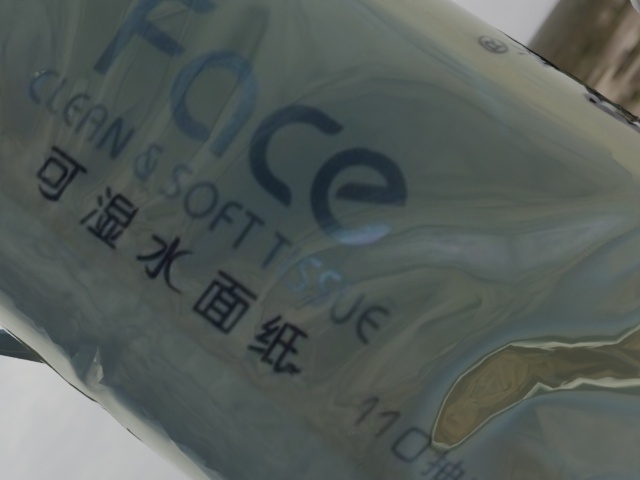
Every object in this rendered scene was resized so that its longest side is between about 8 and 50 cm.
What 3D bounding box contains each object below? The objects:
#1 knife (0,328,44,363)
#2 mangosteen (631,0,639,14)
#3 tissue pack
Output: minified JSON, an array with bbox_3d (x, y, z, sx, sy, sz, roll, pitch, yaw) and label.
[{"bbox_3d":[-0.100,0.099,1.293,0.080,0.331,0.044,-38,42,53],"label":"knife"},{"bbox_3d":[0.298,-0.270,1.432,0.184,0.172,0.172,-61,-6,31],"label":"mangosteen"},{"bbox_3d":[0.000,0.000,0.738,0.205,0.405,0.332,-56,-20,1],"label":"tissue pack"}]
